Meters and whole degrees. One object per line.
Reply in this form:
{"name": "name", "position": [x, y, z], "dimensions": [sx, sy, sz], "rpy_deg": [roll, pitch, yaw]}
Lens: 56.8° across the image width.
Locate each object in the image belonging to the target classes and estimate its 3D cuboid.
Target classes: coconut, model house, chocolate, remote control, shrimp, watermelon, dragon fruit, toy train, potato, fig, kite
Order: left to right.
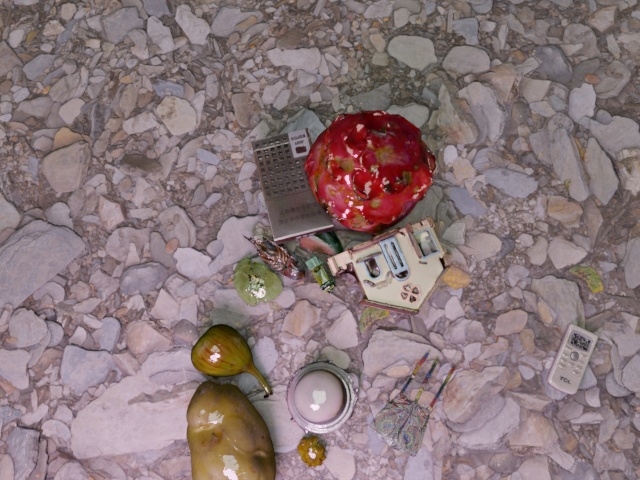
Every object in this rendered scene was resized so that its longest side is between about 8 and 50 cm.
{"name": "potato", "position": [-0.242, 0.536, 1.566], "dimensions": [0.218, 0.202, 0.351], "rpy_deg": [-16, 77, -3]}
{"name": "fig", "position": [-0.230, 0.343, 1.644], "dimensions": [0.259, 0.151, 0.151], "rpy_deg": [34, 80, 3]}
{"name": "coconut", "position": [-0.190, 0.126, 1.734], "dimensions": [0.158, 0.055, 0.133], "rpy_deg": [21, 77, 7]}
{"name": "shrimp", "position": [-0.138, 0.045, 1.743], "dimensions": [0.232, 0.079, 0.090], "rpy_deg": [32, 118, 10]}
{"name": "toy train", "position": [0.002, 0.099, 1.723], "dimensions": [0.050, 0.081, 0.122], "rpy_deg": [-32, 78, 1]}
{"name": "chocolate", "position": [0.005, 0.426, 1.616], "dimensions": [0.221, 0.147, 0.222], "rpy_deg": [0, 75, -2]}
{"name": "watermelon", "position": [0.008, -0.004, 1.766], "dimensions": [0.155, 0.080, 0.101], "rpy_deg": [25, 44, 9]}
{"name": "dragon fruit", "position": [0.163, -0.220, 1.674], "dimensions": [0.385, 0.249, 0.371], "rpy_deg": [9, 67, -17]}
{"name": "model house", "position": [0.209, 0.101, 1.673], "dimensions": [0.325, 0.169, 0.245], "rpy_deg": [-21, 82, -7]}
{"name": "kite", "position": [0.270, 0.456, 1.671], "dimensions": [0.152, 0.015, 0.286], "rpy_deg": [33, 83, 5]}
{"name": "remote control", "position": [0.713, 0.338, 1.679], "dimensions": [0.087, 0.029, 0.190], "rpy_deg": [27, 80, 7]}

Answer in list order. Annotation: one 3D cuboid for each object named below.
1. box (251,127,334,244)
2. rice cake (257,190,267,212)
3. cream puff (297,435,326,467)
{"name": "box", "position": [-0.083, -0.163, 1.733], "dimensions": [0.180, 0.047, 0.325], "rpy_deg": [-14, 72, -2]}
{"name": "rice cake", "position": [-0.090, -0.156, 1.791], "dimensions": [0.206, 0.063, 0.069], "rpy_deg": [-30, 72, -7]}
{"name": "cream puff", "position": [-0.025, 0.580, 1.625], "dimensions": [0.083, 0.058, 0.084], "rpy_deg": [-1, 79, 3]}
